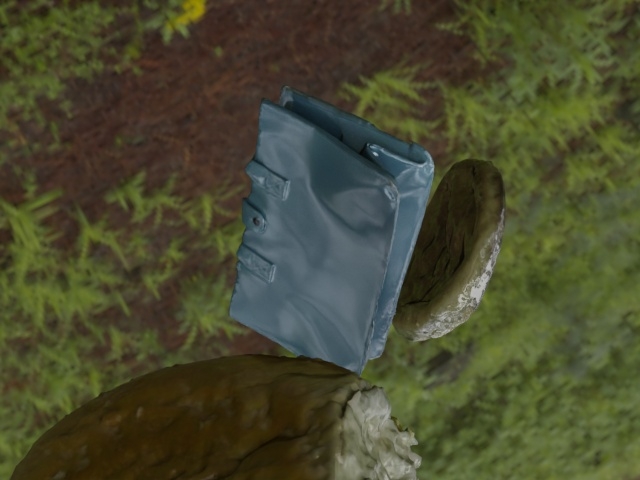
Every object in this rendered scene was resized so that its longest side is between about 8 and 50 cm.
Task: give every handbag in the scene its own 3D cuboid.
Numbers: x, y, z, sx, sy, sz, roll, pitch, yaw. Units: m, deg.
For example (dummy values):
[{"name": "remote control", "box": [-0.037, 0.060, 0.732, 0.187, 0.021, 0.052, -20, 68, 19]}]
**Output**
[{"name": "handbag", "box": [0.000, 0.000, 1.019, 0.057, 0.144, 0.221, -40, 150, -44]}]

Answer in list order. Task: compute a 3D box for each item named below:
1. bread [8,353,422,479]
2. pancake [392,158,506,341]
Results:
[{"name": "bread", "box": [-0.035, 0.166, 0.712, 0.246, 0.176, 0.195, -12, 123, 20]}, {"name": "pancake", "box": [0.172, 0.012, 1.769, 0.049, 0.294, 0.294, 24, 125, -15]}]
